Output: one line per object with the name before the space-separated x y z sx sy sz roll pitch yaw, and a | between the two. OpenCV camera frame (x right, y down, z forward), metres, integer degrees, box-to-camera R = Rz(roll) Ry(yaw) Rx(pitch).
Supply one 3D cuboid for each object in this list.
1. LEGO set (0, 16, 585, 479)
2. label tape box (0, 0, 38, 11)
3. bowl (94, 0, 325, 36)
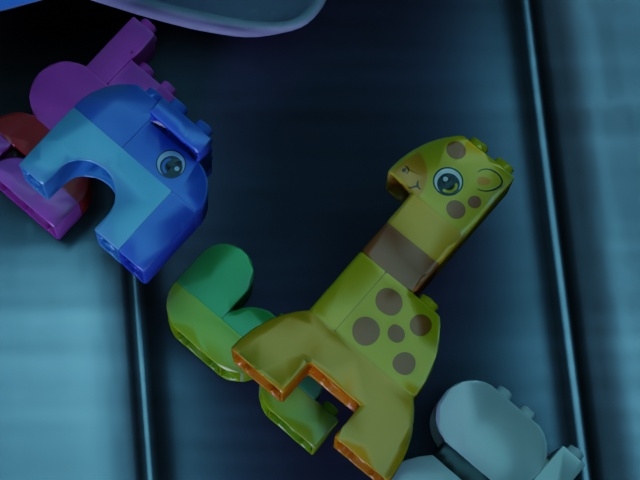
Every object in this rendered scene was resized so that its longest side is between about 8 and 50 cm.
LEGO set | 0.000 0.000 0.558 0.227 0.087 0.093 40 79 6
label tape box | -0.069 -0.233 0.439 0.241 0.333 0.106 -17 38 -18
bowl | -0.058 -0.136 0.587 0.142 0.053 0.142 15 75 -27
